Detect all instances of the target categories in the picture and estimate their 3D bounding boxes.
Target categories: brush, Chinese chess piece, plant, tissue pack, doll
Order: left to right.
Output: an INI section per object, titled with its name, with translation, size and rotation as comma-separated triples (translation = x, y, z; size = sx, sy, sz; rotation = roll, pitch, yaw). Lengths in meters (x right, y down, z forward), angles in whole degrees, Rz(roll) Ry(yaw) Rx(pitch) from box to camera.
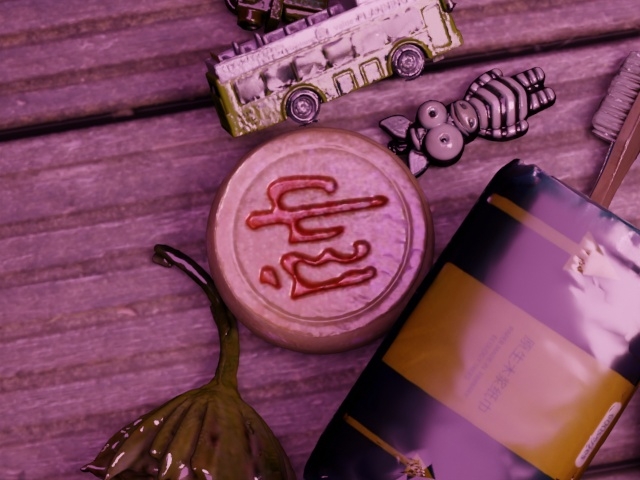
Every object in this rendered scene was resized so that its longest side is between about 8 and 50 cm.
[plant]
translation = -0.117, 0.173, 1.529
size = 0.251, 0.180, 0.333
rotation = 16, 75, -7
[Chinese chess piece]
translation = 0.000, 0.000, 1.588
size = 0.270, 0.112, 0.270
rotation = 0, 79, 2
[doll]
translation = 0.180, -0.148, 1.640
size = 0.219, 0.067, 0.091
rotation = -24, 80, -3
[tissue pack]
translation = 0.194, 0.145, 1.449
size = 0.253, 0.264, 0.416
rotation = 32, 89, 10
[brush]
translation = 0.343, -0.097, 1.632
size = 0.065, 0.070, 0.327
rotation = 22, 80, 24

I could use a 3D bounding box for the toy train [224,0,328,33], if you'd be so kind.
[toy train]
translation = -0.040, -0.364, 1.680
size = 0.137, 0.090, 0.225
rotation = 10, 83, -8

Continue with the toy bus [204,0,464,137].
[toy bus]
translation = 0.009, -0.231, 1.605
size = 0.302, 0.113, 0.139
rotation = -24, 106, -7
